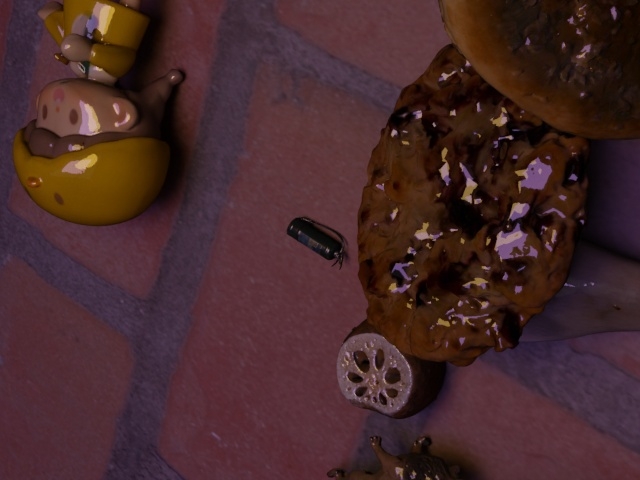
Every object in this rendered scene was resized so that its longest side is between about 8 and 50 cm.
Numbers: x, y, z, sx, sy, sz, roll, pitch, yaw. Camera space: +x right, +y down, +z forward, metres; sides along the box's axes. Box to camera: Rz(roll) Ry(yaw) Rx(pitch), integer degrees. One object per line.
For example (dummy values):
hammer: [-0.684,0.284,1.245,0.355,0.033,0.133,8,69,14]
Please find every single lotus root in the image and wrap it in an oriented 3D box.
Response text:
lotus root: [0.078,0.142,1.117,0.122,0.081,0.112,15,101,32]

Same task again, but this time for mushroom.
mushroom: [0.267,0.046,0.956,0.225,0.093,0.116,-4,117,27]

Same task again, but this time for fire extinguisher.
fire extinguisher: [0.000,0.000,1.168,0.083,0.025,0.038,34,95,25]

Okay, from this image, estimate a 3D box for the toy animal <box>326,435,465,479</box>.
toy animal: [0.077,0.267,1.137,0.219,0.069,0.086,-16,58,51]

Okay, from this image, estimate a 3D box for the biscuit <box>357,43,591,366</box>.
biscuit: [0.134,-0.042,0.966,0.289,0.081,0.334,31,105,52]

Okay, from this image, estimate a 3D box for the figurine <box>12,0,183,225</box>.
figurine: [-0.280,-0.187,1.235,0.215,0.187,0.344,22,107,40]

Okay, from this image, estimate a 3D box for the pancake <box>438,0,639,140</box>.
pancake: [0.275,-0.253,0.766,0.386,0.082,0.387,-4,117,-7]
